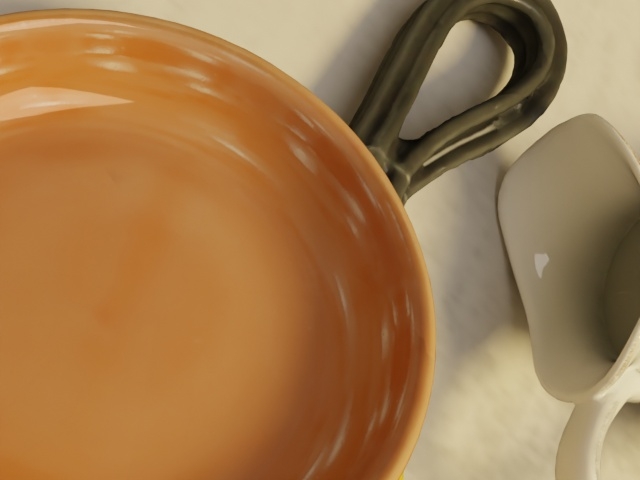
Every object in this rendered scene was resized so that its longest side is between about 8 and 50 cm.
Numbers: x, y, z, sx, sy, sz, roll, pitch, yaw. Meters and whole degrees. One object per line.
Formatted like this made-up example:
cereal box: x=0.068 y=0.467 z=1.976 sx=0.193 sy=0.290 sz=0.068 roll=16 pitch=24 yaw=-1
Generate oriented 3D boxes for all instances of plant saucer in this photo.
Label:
plant saucer: x=-0.065 y=0.020 z=0.423 sx=0.199 sy=0.037 sz=0.200 roll=8 pitch=58 yaw=-13

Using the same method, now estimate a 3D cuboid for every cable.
cable: x=0.000 y=0.000 z=0.524 sx=0.139 sy=0.072 sz=0.287 roll=30 pitch=55 yaw=-12

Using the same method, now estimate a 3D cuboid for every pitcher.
pitcher: x=0.179 y=0.055 z=0.588 sx=0.207 sy=0.125 sz=0.178 roll=14 pitch=69 yaw=-27
